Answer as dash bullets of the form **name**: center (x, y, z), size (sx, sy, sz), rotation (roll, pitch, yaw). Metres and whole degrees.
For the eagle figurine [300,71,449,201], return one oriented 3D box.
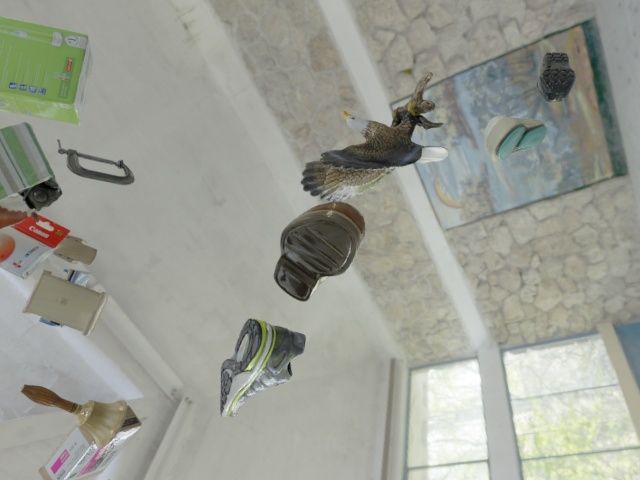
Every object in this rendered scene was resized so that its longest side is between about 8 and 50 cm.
- **eagle figurine**: center (0.117, -0.195, 1.093), size (0.298, 0.225, 0.226), rotation (-51, -38, -18)

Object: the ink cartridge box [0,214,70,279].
- **ink cartridge box**: center (-0.789, 0.001, 1.347), size (0.179, 0.145, 0.045), rotation (-61, -7, -30)

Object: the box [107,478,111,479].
- **box**: center (-0.541, 0.685, 1.210), size (0.179, 0.043, 0.105), rotation (-47, -58, -35)

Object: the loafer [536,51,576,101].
- **loafer**: center (0.523, -0.352, 1.127), size (0.223, 0.076, 0.078), rotation (-61, -27, -48)

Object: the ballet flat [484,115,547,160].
- **ballet flat**: center (0.370, -0.210, 1.000), size (0.248, 0.086, 0.086), rotation (-16, -91, -50)

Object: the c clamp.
- **c clamp**: center (-0.487, -0.170, 1.098), size (0.160, 0.022, 0.137), rotation (14, -151, -33)

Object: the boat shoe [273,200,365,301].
- **boat shoe**: center (0.000, 0.000, 0.810), size (0.111, 0.307, 0.104), rotation (40, -117, -3)

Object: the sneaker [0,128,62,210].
- **sneaker**: center (-0.640, -0.147, 1.080), size (0.130, 0.087, 0.227), rotation (43, 169, 28)

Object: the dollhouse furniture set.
- **dollhouse furniture set**: center (-0.752, 0.161, 1.636), size (0.303, 0.198, 0.286), rotation (125, 166, -79)

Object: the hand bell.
- **hand bell**: center (-0.620, 0.409, 1.248), size (0.242, 0.126, 0.126), rotation (40, -143, -31)

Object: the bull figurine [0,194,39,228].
- **bull figurine**: center (-0.866, -0.078, 1.253), size (0.188, 0.310, 0.101), rotation (76, 174, -60)

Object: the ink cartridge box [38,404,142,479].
- **ink cartridge box**: center (-0.691, 0.624, 1.526), size (0.088, 0.235, 0.193), rotation (44, -169, 21)

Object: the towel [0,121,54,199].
- **towel**: center (-0.562, -0.143, 0.909), size (0.152, 0.023, 0.113), rotation (-60, -43, -60)

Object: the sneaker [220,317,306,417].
- **sneaker**: center (-0.124, 0.269, 1.008), size (0.121, 0.300, 0.111), rotation (13, -134, -22)

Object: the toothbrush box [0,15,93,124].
- **toothbrush box**: center (-0.751, -0.436, 1.285), size (0.283, 0.122, 0.206), rotation (7, -106, -17)
